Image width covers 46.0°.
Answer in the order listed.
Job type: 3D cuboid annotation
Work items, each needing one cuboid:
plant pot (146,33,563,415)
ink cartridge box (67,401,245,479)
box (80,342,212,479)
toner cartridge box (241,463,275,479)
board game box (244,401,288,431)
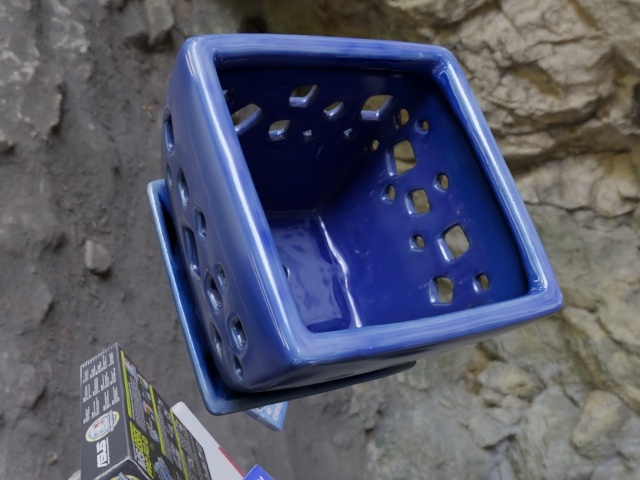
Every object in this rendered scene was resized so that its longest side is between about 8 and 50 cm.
[{"bbox_3d":[0.000,0.000,0.584,0.212,0.236,0.235,-44,-120,53],"label":"plant pot"},{"bbox_3d":[-0.371,0.574,1.627,0.279,0.385,0.160,51,24,-6],"label":"ink cartridge box"},{"bbox_3d":[-0.200,0.270,0.904,0.216,0.060,0.270,58,-5,-25],"label":"box"},{"bbox_3d":[-0.063,0.542,1.278,0.348,0.165,0.075,26,-23,54],"label":"toner cartridge box"},{"bbox_3d":[-0.082,0.222,1.112,0.090,0.020,0.090,43,43,-35],"label":"board game box"}]
